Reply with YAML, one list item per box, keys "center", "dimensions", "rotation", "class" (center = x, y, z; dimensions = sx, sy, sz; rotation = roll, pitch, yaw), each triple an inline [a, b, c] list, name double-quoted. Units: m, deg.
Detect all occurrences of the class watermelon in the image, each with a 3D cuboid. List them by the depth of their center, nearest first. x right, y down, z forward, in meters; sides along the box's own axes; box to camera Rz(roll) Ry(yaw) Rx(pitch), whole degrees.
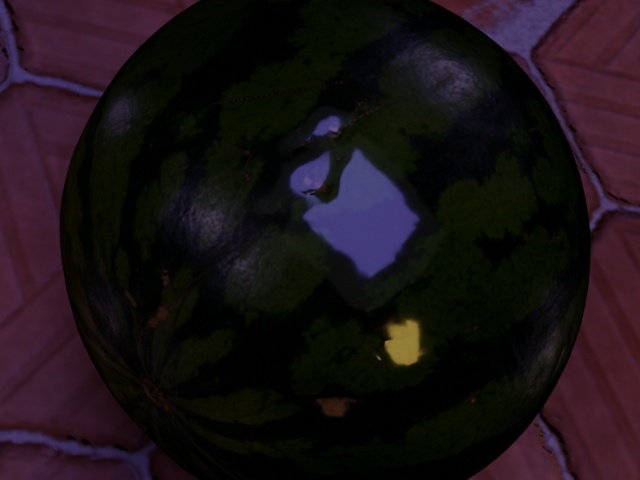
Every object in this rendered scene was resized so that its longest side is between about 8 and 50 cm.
- center: [0.000, 0.000, 0.580]
  dimensions: [0.285, 0.285, 0.285]
  rotation: [5, 61, -9]
  class: "watermelon"
